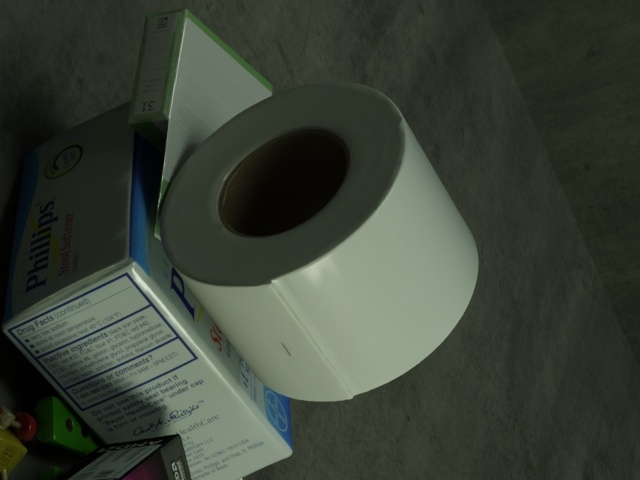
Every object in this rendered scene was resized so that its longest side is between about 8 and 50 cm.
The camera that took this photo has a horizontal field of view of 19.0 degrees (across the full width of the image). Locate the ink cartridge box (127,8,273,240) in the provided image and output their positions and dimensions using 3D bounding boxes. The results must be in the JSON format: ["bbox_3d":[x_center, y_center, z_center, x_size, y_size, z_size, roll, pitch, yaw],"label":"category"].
[{"bbox_3d":[-0.120,-0.080,1.838,0.171,0.056,0.235,39,53,-53],"label":"ink cartridge box"}]

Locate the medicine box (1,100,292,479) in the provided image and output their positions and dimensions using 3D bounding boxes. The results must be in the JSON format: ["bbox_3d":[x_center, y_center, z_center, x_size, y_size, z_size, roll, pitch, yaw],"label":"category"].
[{"bbox_3d":[-0.162,0.061,1.859,0.289,0.149,0.263,54,19,-35],"label":"medicine box"}]

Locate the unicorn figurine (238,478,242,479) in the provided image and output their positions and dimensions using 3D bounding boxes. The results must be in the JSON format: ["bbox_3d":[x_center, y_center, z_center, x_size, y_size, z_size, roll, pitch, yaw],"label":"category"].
[{"bbox_3d":[-0.114,0.241,2.022,0.111,0.060,0.162,38,43,-53],"label":"unicorn figurine"}]

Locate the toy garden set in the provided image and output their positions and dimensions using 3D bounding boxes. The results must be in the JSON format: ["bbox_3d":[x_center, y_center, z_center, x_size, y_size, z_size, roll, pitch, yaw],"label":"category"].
[{"bbox_3d":[-0.254,0.262,1.720,0.204,0.049,0.244,37,44,-57],"label":"toy garden set"}]

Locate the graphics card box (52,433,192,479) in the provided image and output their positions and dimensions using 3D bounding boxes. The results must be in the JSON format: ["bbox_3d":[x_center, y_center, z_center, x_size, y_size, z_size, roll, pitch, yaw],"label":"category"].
[{"bbox_3d":[-0.196,0.327,1.612,0.371,0.094,0.232,-32,109,-70],"label":"graphics card box"}]

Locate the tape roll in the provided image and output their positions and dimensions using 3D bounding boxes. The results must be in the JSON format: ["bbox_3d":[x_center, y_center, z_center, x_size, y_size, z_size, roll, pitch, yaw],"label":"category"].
[{"bbox_3d":[0.000,0.000,1.730,0.169,0.246,0.246,56,29,-40],"label":"tape roll"}]
